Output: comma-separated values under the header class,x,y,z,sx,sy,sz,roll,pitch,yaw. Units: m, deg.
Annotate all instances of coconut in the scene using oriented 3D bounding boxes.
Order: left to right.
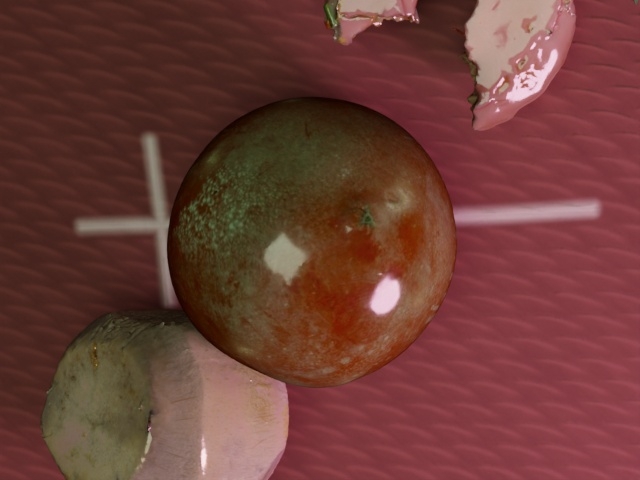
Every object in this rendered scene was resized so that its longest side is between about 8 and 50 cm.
class,x,y,z,sx,sy,sz,roll,pitch,yaw
coconut,-0.143,0.173,1.713,0.227,0.230,0.227,-5,82,37

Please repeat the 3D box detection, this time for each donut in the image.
class,x,y,z,sx,sy,sz,roll,pitch,yaw
donut,0.128,-0.230,1.617,0.233,0.085,0.199,33,103,-4

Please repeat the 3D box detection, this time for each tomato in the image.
class,x,y,z,sx,sy,sz,roll,pitch,yaw
tomato,0.000,0.000,1.607,0.270,0.222,0.270,4,81,-27

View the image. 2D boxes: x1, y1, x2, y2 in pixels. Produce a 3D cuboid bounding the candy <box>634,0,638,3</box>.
class,x,y,z,sx,sy,sz,roll,pitch,yaw
candy,0.291,-0.260,1.620,0.023,0.025,0.083,5,114,40
